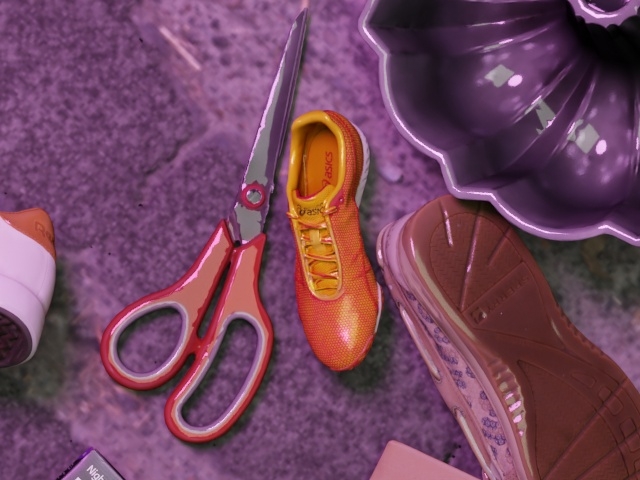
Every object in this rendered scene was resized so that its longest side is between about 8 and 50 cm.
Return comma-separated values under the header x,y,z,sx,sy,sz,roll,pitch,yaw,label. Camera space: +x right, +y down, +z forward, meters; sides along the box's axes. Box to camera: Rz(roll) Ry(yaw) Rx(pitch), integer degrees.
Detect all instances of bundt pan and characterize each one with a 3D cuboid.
x,y,z,sx,sy,sz,roll,pitch,yaw,label
0.198,-0.163,1.276,0.331,0.124,0.331,1,93,21,bundt pan

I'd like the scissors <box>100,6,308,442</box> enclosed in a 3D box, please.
x,y,z,sx,sy,sz,roll,pitch,yaw,label
-0.043,-0.008,1.332,0.109,0.021,0.297,30,81,-1,scissors

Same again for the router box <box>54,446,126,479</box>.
x,y,z,sx,sy,sz,roll,pitch,yaw,label
-0.135,0.244,1.283,0.133,0.046,0.179,-43,92,-9,router box

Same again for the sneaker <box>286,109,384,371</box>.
x,y,z,sx,sy,sz,roll,pitch,yaw,label
0.000,0.000,1.304,0.064,0.067,0.175,-11,80,25,sneaker

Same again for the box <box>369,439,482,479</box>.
x,y,z,sx,sy,sz,roll,pitch,yaw,label
0.087,0.234,1.259,0.201,0.021,0.164,22,80,39,box

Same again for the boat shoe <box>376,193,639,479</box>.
x,y,z,sx,sy,sz,roll,pitch,yaw,label
0.136,0.099,1.318,0.104,0.089,0.285,-30,93,-25,boat shoe

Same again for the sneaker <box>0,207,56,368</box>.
x,y,z,sx,sy,sz,roll,pitch,yaw,label
-0.311,0.006,1.272,0.290,0.106,0.123,9,49,2,sneaker
